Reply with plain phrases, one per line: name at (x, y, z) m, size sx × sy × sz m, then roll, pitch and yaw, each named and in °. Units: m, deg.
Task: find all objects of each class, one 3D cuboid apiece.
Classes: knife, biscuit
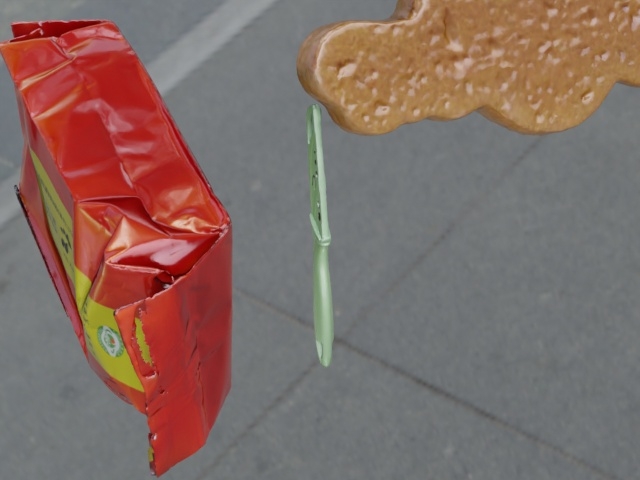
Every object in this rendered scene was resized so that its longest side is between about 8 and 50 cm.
knife at (0.000, 0.000, 1.022) m, size 0.014 × 0.207 × 0.030 m, roll -9°, pitch 22°, yaw -14°
biscuit at (0.138, -0.174, 0.991) m, size 0.334 × 0.202 × 0.047 m, roll -4°, pitch 15°, yaw -23°

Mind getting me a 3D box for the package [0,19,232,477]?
package at (-0.174, -0.016, 1.208) m, size 0.123 × 0.196 × 0.423 m, roll -15°, pitch 43°, yaw -17°
